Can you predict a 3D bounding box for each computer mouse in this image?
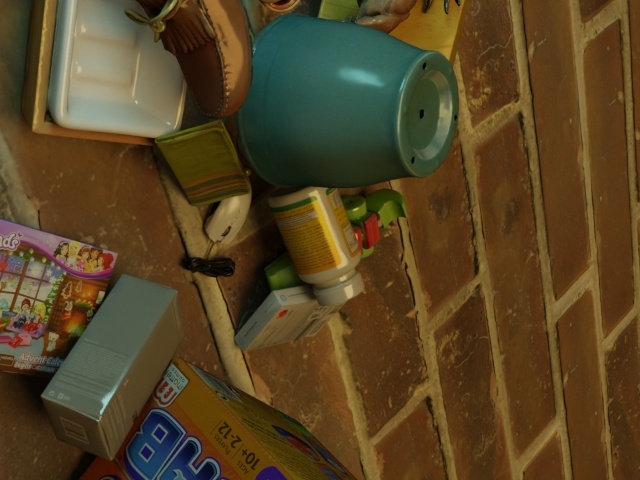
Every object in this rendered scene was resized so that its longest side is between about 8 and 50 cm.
[{"bbox_3d":[-0.158,-0.030,1.527,0.106,0.042,0.193,21,86,-47],"label":"computer mouse"}]

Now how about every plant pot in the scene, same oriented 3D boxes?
[{"bbox_3d":[0.057,-0.196,1.367,0.272,0.255,0.271,-23,119,-51],"label":"plant pot"}]

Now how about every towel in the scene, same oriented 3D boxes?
[{"bbox_3d":[-0.172,-0.110,1.382,0.237,0.102,0.021,74,-2,-70],"label":"towel"}]

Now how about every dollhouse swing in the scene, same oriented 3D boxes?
[{"bbox_3d":[0.134,-0.368,1.731,0.315,0.305,0.346,13,93,-7],"label":"dollhouse swing"}]

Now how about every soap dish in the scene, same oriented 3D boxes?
[{"bbox_3d":[-0.290,-0.283,1.251,0.229,0.118,0.290,0,102,-47],"label":"soap dish"}]

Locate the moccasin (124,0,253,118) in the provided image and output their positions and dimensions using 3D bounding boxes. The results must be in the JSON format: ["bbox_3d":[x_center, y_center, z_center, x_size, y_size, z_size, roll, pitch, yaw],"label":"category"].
[{"bbox_3d":[-0.190,-0.330,1.152,0.147,0.139,0.380,-35,124,-35],"label":"moccasin"}]

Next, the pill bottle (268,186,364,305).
[{"bbox_3d":[0.000,0.000,1.548,0.117,0.118,0.208,-33,108,-37],"label":"pill bottle"}]

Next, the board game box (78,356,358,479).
[{"bbox_3d":[-0.135,0.467,1.411,0.356,0.356,0.356,-52,136,-2],"label":"board game box"}]

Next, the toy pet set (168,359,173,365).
[{"bbox_3d":[-0.291,0.221,1.465,0.114,0.065,0.122,-15,114,-6],"label":"toy pet set"}]

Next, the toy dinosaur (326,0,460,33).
[{"bbox_3d":[0.125,-0.408,1.520,0.296,0.127,0.200,-36,165,20],"label":"toy dinosaur"}]

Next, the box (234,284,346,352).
[{"bbox_3d":[-0.046,0.135,1.643,0.186,0.038,0.145,-9,148,-46],"label":"box"}]

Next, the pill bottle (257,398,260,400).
[{"bbox_3d":[-0.109,0.331,1.689,0.043,0.043,0.083,-45,131,-29],"label":"pill bottle"}]

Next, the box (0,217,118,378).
[{"bbox_3d":[-0.435,0.074,1.245,0.293,0.057,0.201,20,86,-49],"label":"box"}]

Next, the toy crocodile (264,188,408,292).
[{"bbox_3d":[0.030,0.006,1.696,0.340,0.105,0.115,-33,124,-36],"label":"toy crocodile"}]

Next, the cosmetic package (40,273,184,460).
[{"bbox_3d":[-0.295,0.180,1.329,0.127,0.107,0.238,91,22,-50],"label":"cosmetic package"}]

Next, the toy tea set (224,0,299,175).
[{"bbox_3d":[-0.075,-0.267,1.447,0.200,0.124,0.336,-22,118,-17],"label":"toy tea set"}]
